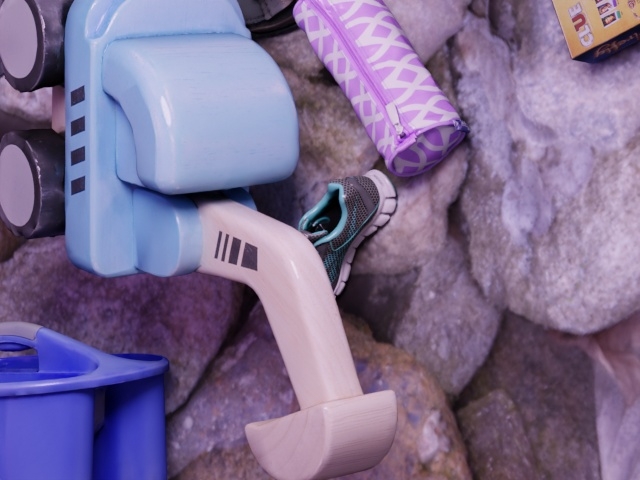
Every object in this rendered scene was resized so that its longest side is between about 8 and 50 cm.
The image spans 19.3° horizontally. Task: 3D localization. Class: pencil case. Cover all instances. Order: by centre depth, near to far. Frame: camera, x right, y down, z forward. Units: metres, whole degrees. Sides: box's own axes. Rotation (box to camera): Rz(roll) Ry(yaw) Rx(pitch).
[{"bbox_3d":[0.052,-0.153,1.738,0.086,0.088,0.206,-46,62,27],"label":"pencil case"}]

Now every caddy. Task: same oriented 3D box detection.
[{"bbox_3d":[-0.308,0.172,1.927,0.341,0.241,0.179,-3,94,38],"label":"caddy"}]

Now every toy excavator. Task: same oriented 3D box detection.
[{"bbox_3d":[-0.102,-0.031,1.713,0.445,0.222,0.433,16,109,52],"label":"toy excavator"}]

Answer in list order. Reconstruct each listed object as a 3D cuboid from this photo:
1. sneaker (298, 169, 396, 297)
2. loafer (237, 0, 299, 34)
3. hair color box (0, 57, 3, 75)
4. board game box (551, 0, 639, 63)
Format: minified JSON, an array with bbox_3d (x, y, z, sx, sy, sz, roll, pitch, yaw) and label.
[{"bbox_3d":[0.000,0.000,1.783,0.065,0.076,0.166,45,115,31],"label":"sneaker"},{"bbox_3d":[-0.004,-0.281,1.786,0.267,0.084,0.096,-28,72,35],"label":"loafer"},{"bbox_3d":[-0.444,-0.256,2.123,0.374,0.113,0.185,-28,72,34],"label":"hair color box"},{"bbox_3d":[0.253,-0.296,1.608,0.165,0.042,0.243,-26,73,35],"label":"board game box"}]
